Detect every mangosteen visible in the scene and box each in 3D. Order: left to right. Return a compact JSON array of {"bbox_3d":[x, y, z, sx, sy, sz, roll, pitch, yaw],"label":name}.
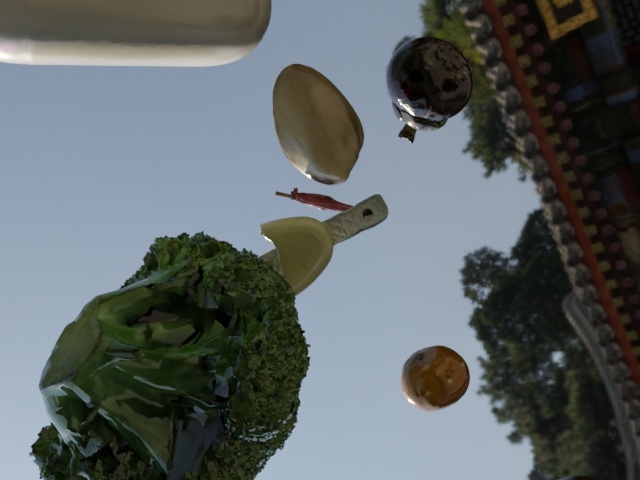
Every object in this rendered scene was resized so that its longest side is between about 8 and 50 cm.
[{"bbox_3d":[0.195,-0.290,1.341,0.172,0.184,0.173,2,-101,-11],"label":"mangosteen"}]

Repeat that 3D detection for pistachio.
[{"bbox_3d":[-0.008,-0.193,1.219,0.144,0.144,0.215,-20,-105,-44],"label":"pistachio"}]

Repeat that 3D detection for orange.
[{"bbox_3d":[0.247,0.299,1.570,0.156,0.156,0.124,-39,-78,-41],"label":"orange"}]

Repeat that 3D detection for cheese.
[{"bbox_3d":[0.000,0.000,1.116,0.235,0.050,0.127,-26,-84,-3],"label":"cheese"}]

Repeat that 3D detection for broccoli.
[{"bbox_3d":[-0.177,0.173,0.908,0.310,0.413,0.321,56,-149,-14],"label":"broccoli"}]

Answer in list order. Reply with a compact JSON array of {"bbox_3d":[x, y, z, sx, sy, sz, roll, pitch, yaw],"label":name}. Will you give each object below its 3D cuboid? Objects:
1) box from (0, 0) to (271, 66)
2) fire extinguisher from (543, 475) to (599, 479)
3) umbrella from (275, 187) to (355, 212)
[{"bbox_3d":[-0.240,-0.306,0.788,0.348,0.141,0.289,-5,-129,-23],"label":"box"},{"bbox_3d":[0.179,0.232,0.538,0.231,0.099,0.071,-22,-88,-65],"label":"fire extinguisher"},{"bbox_3d":[0.004,-0.065,1.223,0.025,0.165,0.027,-73,-3,-66],"label":"umbrella"}]
